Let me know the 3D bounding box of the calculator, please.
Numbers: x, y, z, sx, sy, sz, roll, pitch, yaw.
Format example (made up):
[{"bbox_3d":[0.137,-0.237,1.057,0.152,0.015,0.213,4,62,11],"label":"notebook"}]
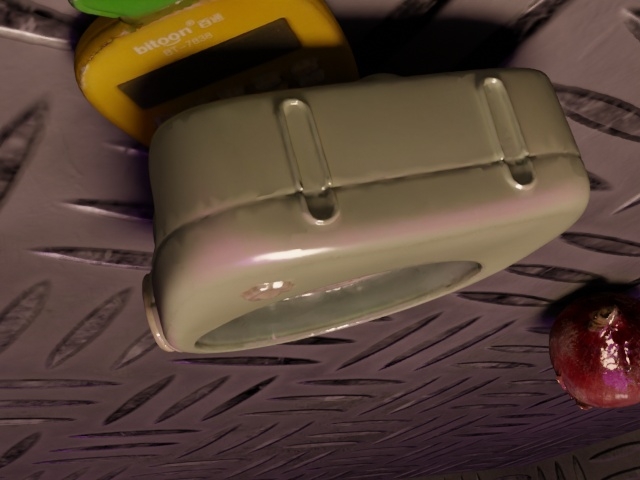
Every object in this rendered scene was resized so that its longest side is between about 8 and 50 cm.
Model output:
[{"bbox_3d":[-0.056,-0.097,0.453,0.146,0.032,0.235,-19,156,13],"label":"calculator"}]

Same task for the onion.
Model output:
[{"bbox_3d":[0.378,0.132,1.018,0.159,0.159,0.195,-18,142,12],"label":"onion"}]

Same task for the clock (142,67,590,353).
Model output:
[{"bbox_3d":[0.000,0.000,0.550,0.265,0.109,0.324,-11,166,-22],"label":"clock"}]
